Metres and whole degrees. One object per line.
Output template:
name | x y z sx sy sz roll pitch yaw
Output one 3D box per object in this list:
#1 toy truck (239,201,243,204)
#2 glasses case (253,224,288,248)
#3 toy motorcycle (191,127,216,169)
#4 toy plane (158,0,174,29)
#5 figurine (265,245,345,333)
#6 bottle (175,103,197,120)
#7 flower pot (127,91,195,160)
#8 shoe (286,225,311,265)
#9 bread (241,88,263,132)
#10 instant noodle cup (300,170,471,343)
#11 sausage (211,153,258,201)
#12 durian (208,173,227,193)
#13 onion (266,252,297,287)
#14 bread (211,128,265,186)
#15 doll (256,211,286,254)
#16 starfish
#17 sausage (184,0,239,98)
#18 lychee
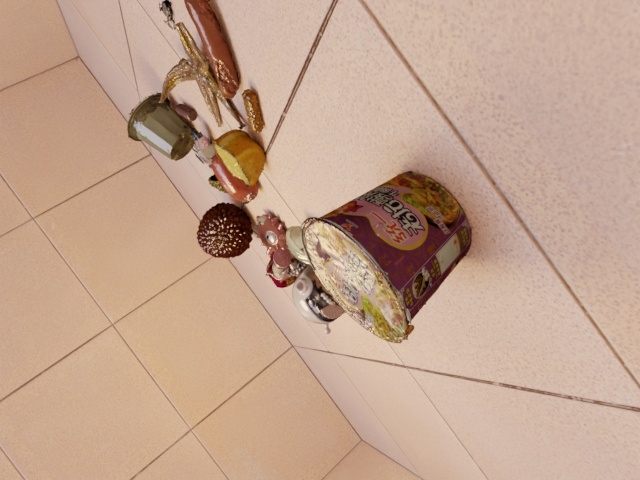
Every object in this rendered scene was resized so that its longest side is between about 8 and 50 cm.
toy truck | -0.380 -0.250 1.939 0.192 0.092 0.083 51 160 -9
glasses case | -0.249 -0.005 2.094 0.205 0.047 0.071 36 -176 39
toy motorcycle | -0.509 -0.398 1.988 0.204 0.108 0.239 50 -175 21
toy plane | -0.536 -0.797 1.498 0.049 0.031 0.120 44 156 2
figurine | -0.032 0.174 1.694 0.361 0.253 0.211 41 130 18
bottle | -0.623 -0.594 1.980 0.140 0.053 0.053 37 154 40
flower pot | -0.772 -0.552 2.136 0.259 0.290 0.290 37 158 6
shoe | 0.000 0.000 1.496 0.342 0.132 0.210 34 148 35
bread | -0.221 -0.421 1.397 0.052 0.044 0.157 38 155 28
instant noodle cup | 0.161 0.022 0.967 0.340 0.266 0.339 45 158 24
sausage | -0.368 -0.278 1.814 0.148 0.148 0.254 21 142 56
durian | -0.475 -0.271 2.090 0.187 0.119 0.108 22 139 53
onion | -0.215 0.135 2.179 0.218 0.140 0.195 48 166 25
bread | -0.284 -0.311 1.577 0.143 0.139 0.229 41 168 22
doll | -0.216 -0.021 1.945 0.262 0.093 0.211 55 141 18
starfish | -0.444 -0.561 1.547 0.398 0.132 0.383 2 136 47
sausage | -0.317 -0.579 1.305 0.087 0.079 0.326 36 155 38
lychee | -0.512 -0.048 2.284 0.306 0.306 0.330 41 133 31
